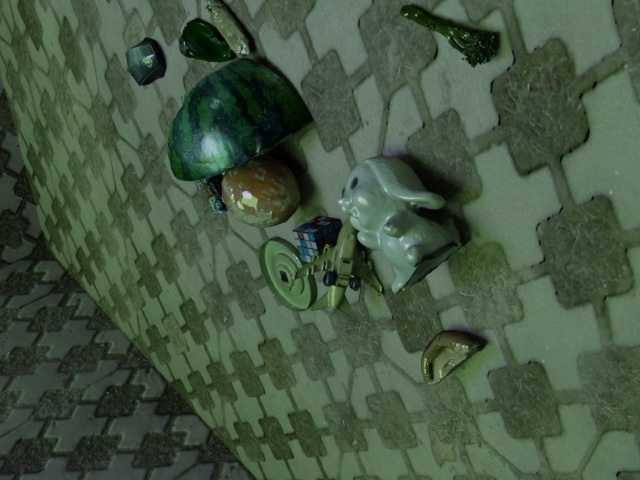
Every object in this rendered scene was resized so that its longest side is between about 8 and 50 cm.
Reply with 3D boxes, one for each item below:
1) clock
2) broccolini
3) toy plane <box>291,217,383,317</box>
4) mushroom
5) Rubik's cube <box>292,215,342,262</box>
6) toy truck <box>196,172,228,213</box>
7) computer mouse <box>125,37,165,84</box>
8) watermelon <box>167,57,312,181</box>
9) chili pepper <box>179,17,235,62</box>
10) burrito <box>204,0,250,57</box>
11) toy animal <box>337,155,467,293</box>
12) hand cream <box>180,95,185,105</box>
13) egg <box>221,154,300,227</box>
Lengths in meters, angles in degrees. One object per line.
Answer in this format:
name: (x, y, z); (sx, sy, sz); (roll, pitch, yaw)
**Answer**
clock: (-0.099, 0.102, 2.138); (0.235, 0.029, 0.234); (34, 139, 35)
broccolini: (0.225, -0.369, 1.310); (0.216, 0.058, 0.067); (39, 102, 41)
toy plane: (0.053, 0.065, 1.790); (0.092, 0.229, 0.244); (-128, 50, -72)
mushroom: (0.292, 0.256, 1.675); (0.094, 0.072, 0.209); (48, 143, 16)
Rubik's cube: (0.000, 0.000, 1.860); (0.092, 0.092, 0.092); (9, 122, 51)
toy truck: (-0.316, -0.164, 2.185); (0.177, 0.080, 0.115); (64, 153, -4)
computer mouse: (-0.547, -0.535, 2.218); (0.231, 0.071, 0.126); (-2, 113, 56)
watermelon: (-0.237, -0.303, 1.794); (0.319, 0.292, 0.222); (12, 129, 61)
chili pepper: (-0.290, -0.507, 1.894); (0.216, 0.062, 0.108); (25, 134, 41)
burrito: (-0.228, -0.525, 1.806); (0.188, 0.045, 0.058); (53, 147, 12)
toy animal: (0.172, -0.047, 1.517); (0.289, 0.174, 0.249); (61, 160, -4)
hand cream: (-0.319, -0.315, 2.084); (0.312, 0.070, 0.111); (34, 142, 42)
egg: (-0.151, -0.126, 1.880); (0.233, 0.195, 0.194); (14, 126, 47)
